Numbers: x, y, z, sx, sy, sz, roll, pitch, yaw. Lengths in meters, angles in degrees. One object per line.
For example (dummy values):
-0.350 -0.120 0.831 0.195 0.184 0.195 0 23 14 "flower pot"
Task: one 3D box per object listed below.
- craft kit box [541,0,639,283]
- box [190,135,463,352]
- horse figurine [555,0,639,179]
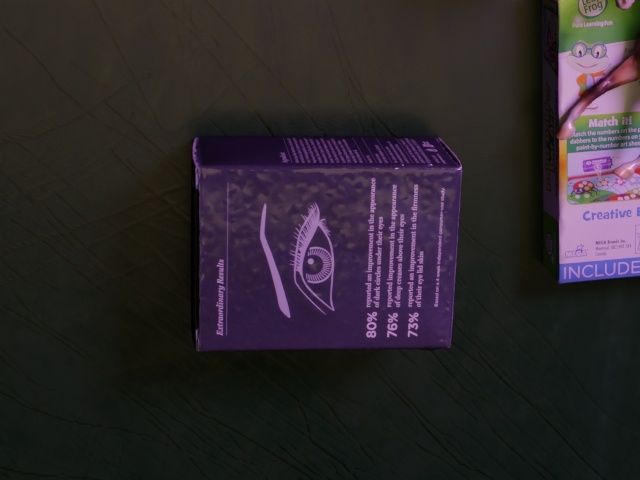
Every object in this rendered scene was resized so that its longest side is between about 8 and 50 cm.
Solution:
0.306 -0.097 1.113 0.249 0.061 0.247 -4 110 -5 "craft kit box"
0.000 0.000 1.079 0.207 0.108 0.153 1 107 -6 "box"
0.312 -0.108 1.050 0.263 0.066 0.174 26 108 -11 "horse figurine"
